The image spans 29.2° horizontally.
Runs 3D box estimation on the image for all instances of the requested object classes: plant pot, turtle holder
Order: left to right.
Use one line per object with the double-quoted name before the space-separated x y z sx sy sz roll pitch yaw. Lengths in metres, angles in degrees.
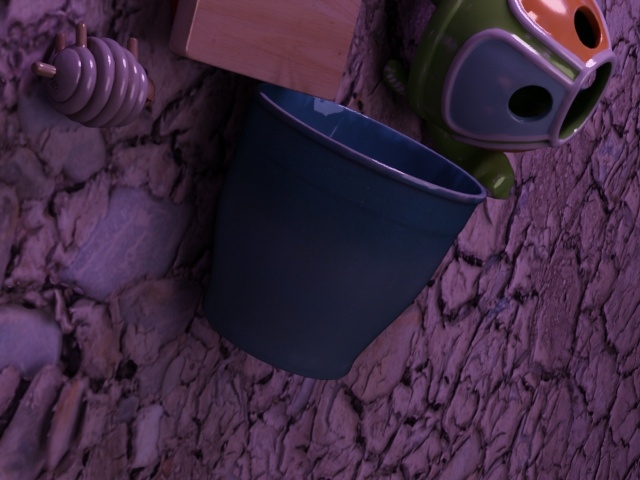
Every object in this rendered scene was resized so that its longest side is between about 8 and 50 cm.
"plant pot" 0.000 0.000 1.332 0.272 0.272 0.255 6 114 -56
"turtle holder" 0.225 -0.204 1.553 0.320 0.227 0.243 -60 159 16

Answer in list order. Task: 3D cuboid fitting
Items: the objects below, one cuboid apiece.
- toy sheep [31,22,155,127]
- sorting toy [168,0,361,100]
"toy sheep" -0.205 -0.146 1.114 0.132 0.091 0.091 8 98 -42
"sorting toy" -0.058 -0.293 1.251 0.257 0.089 0.255 8 98 -56
